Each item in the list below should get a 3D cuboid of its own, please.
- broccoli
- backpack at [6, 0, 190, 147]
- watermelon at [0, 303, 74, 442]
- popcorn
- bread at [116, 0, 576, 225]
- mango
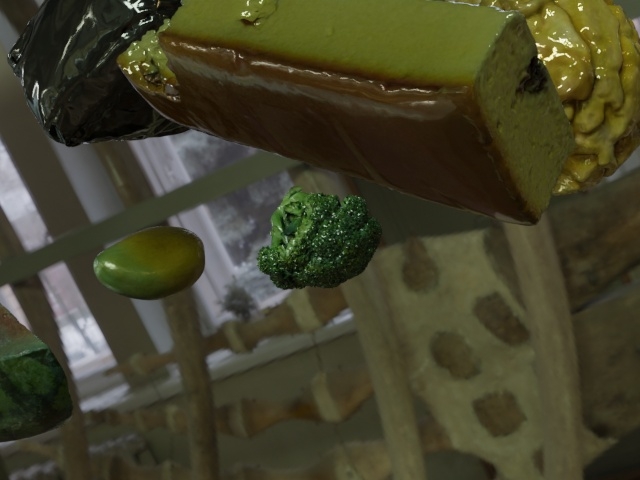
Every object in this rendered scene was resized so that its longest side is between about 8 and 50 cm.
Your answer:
[{"bbox_3d":[0.000,0.000,1.409,0.195,0.156,0.195,-41,-30,-30],"label":"broccoli"},{"bbox_3d":[-0.226,-0.306,1.408,0.363,0.255,0.445,-42,-17,28],"label":"backpack"},{"bbox_3d":[-0.497,0.185,1.402,0.261,0.201,0.213,3,-39,-13],"label":"watermelon"},{"bbox_3d":[0.367,-0.280,1.562,0.344,0.390,0.354,116,179,-55],"label":"popcorn"},{"bbox_3d":[-0.008,-0.067,0.398,0.226,0.088,0.049,20,73,39],"label":"bread"},{"bbox_3d":[-0.275,0.037,1.534,0.194,0.130,0.092,-3,-37,-37],"label":"mango"}]
